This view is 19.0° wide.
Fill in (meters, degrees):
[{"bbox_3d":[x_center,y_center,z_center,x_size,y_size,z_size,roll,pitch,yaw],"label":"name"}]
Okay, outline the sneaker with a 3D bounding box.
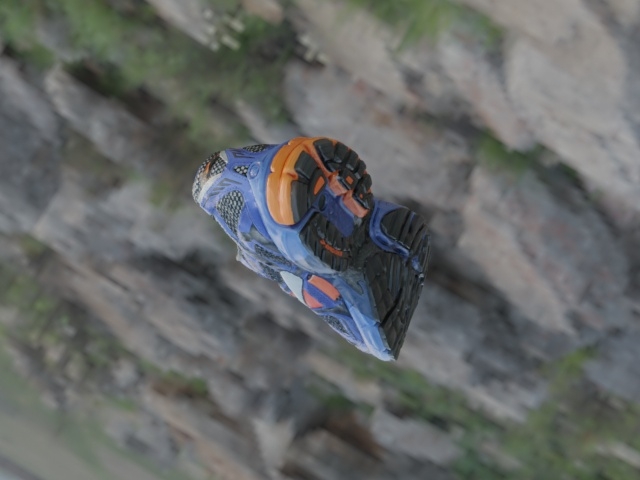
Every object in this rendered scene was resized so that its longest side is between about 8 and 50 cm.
[{"bbox_3d":[0.000,0.000,1.091,0.087,0.083,0.221,11,156,28],"label":"sneaker"}]
